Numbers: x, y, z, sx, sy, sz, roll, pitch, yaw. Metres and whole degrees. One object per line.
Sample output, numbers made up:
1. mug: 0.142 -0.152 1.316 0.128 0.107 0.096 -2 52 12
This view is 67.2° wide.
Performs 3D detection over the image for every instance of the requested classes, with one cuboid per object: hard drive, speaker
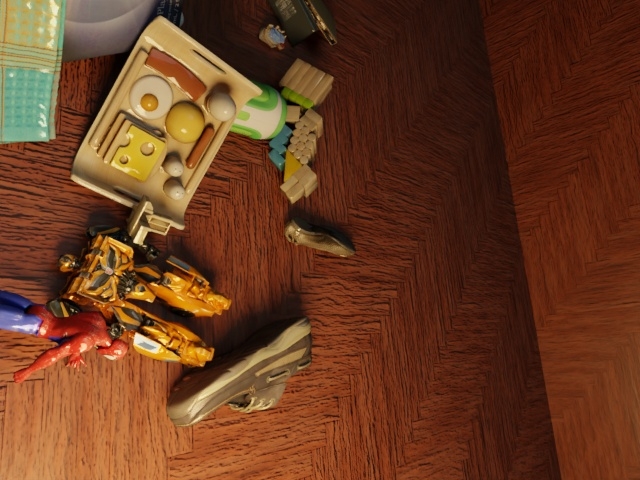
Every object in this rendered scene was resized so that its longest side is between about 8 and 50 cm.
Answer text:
1. hard drive: -0.074 -0.596 1.276 0.022 0.094 0.135 -44 110 -39
2. speaker: -0.214 -0.297 1.007 0.296 0.131 0.131 5 74 -46

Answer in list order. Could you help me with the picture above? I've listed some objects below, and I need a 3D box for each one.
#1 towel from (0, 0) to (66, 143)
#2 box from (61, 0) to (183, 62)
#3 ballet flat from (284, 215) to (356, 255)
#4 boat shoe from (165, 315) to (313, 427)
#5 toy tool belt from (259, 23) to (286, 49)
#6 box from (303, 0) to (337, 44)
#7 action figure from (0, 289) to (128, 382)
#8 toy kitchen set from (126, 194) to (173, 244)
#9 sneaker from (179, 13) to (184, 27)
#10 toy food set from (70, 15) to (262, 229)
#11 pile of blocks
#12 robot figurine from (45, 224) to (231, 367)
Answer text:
1. towel: -0.451 -0.263 0.589 0.040 0.370 0.271 45 38 20
2. box: -0.364 -0.457 0.739 0.183 0.296 0.294 39 43 13
3. ballet flat: 0.000 0.000 1.204 0.250 0.058 0.084 17 30 -49
4. boat shoe: -0.123 0.263 0.925 0.355 0.132 0.130 -25 96 -47
5. toy tool belt: -0.114 -0.525 1.242 0.083 0.051 0.052 16 67 -44
6. box: -0.008 -0.654 1.365 0.164 0.021 0.201 47 25 -31
7. action figure: -0.417 0.132 0.666 0.280 0.139 0.091 24 19 -18
8. toy kitchen set: -0.285 -0.035 0.839 0.075 0.083 0.068 20 107 -38
9. sneaker: -0.349 -0.515 0.953 0.212 0.094 0.080 39 51 -33
10. toy food set: -0.265 -0.193 0.854 0.220 0.092 0.306 28 94 -38
11. pile of blocks: -0.062 -0.260 1.198 0.112 0.149 0.362 84 15 -76
12. robot figurine: -0.299 0.096 0.821 0.291 0.085 0.211 37 52 -34
